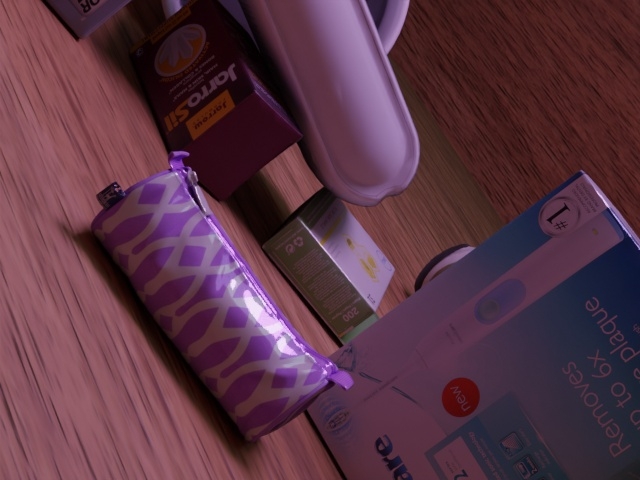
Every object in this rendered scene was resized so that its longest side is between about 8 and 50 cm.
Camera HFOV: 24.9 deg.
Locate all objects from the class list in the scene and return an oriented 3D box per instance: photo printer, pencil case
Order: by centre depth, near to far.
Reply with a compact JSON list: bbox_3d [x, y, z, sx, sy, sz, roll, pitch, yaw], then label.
[{"bbox_3d":[-0.071,0.040,1.003,0.206,0.088,0.086,54,13,2],"label":"pencil case"},{"bbox_3d":[0.002,-0.183,1.453,0.256,0.107,0.307,-125,-168,-76],"label":"photo printer"}]

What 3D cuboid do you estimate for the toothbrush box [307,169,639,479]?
[{"bbox_3d":[0.162,0.125,1.155,0.216,0.295,0.126,59,13,26],"label":"toothbrush box"}]

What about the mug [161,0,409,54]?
[{"bbox_3d":[-0.091,-0.327,1.722,0.374,0.276,0.328,21,9,-6],"label":"mug"}]

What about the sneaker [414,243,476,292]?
[{"bbox_3d":[0.265,0.192,1.823,0.410,0.158,0.182,46,16,1],"label":"sneaker"}]

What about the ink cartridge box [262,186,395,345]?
[{"bbox_3d":[0.046,0.064,1.476,0.235,0.056,0.171,51,16,-4],"label":"ink cartridge box"}]

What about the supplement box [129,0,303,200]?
[{"bbox_3d":[-0.104,-0.143,1.401,0.081,0.104,0.188,43,15,-43],"label":"supplement box"}]

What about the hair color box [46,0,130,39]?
[{"bbox_3d":[-0.293,-0.377,1.330,0.374,0.114,0.185,50,11,-17],"label":"hair color box"}]
